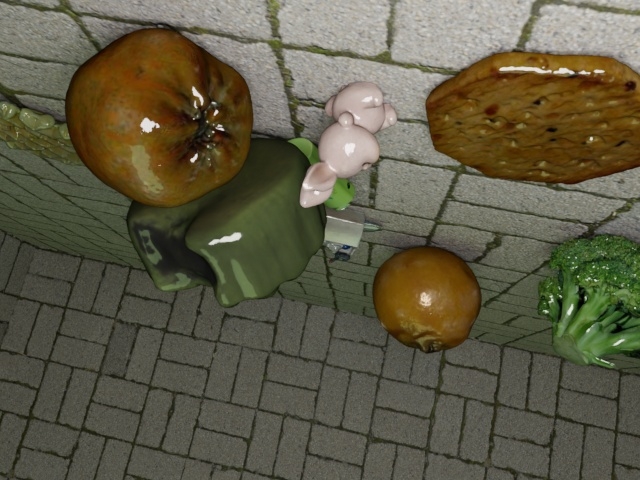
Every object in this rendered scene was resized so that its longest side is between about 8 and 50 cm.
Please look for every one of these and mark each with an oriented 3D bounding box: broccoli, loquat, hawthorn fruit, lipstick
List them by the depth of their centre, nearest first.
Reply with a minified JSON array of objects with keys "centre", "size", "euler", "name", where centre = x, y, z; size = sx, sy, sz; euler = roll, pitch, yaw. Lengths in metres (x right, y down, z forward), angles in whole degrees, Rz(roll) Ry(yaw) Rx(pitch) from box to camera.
[{"centre":[-0.270,-0.193,0.888],"size":[0.300,0.268,0.267],"euler":[7,165,36],"name":"hawthorn fruit"},{"centre":[0.669,0.144,1.266],"size":[0.309,0.322,0.413],"euler":[-9,-162,-23],"name":"broccoli"},{"centre":[-0.070,-0.071,1.462],"size":[0.371,0.076,0.080],"euler":[14,-151,-1],"name":"lipstick"},{"centre":[0.311,0.171,1.652],"size":[0.328,0.329,0.328],"euler":[12,166,3],"name":"loquat"}]

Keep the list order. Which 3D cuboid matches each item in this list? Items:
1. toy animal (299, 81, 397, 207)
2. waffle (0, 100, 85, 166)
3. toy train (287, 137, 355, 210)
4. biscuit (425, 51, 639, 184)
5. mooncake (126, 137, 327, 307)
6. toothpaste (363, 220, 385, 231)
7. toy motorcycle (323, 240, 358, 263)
[{"centre":[0.044,-0.140,0.896],"size":[0.124,0.213,0.124],"euler":[19,169,4],"name":"toy animal"},{"centre":[-0.695,-0.259,1.389],"size":[0.308,0.056,0.292],"euler":[16,165,-16],"name":"waffle"},{"centre":[-0.024,-0.136,1.212],"size":[0.157,0.105,0.253],"euler":[-8,156,26],"name":"toy train"},{"centre":[0.333,-0.172,0.841],"size":[0.358,0.046,0.359],"euler":[13,166,3],"name":"biscuit"},{"centre":[-0.162,-0.037,1.013],"size":[0.351,0.351,0.188],"euler":[3,131,33],"name":"mooncake"},{"centre":[0.043,-0.054,1.545],"size":[0.268,0.047,0.069],"euler":[11,147,-4],"name":"toothpaste"},{"centre":[0.000,0.000,1.691],"size":[0.220,0.102,0.150],"euler":[17,153,-17],"name":"toy motorcycle"}]
